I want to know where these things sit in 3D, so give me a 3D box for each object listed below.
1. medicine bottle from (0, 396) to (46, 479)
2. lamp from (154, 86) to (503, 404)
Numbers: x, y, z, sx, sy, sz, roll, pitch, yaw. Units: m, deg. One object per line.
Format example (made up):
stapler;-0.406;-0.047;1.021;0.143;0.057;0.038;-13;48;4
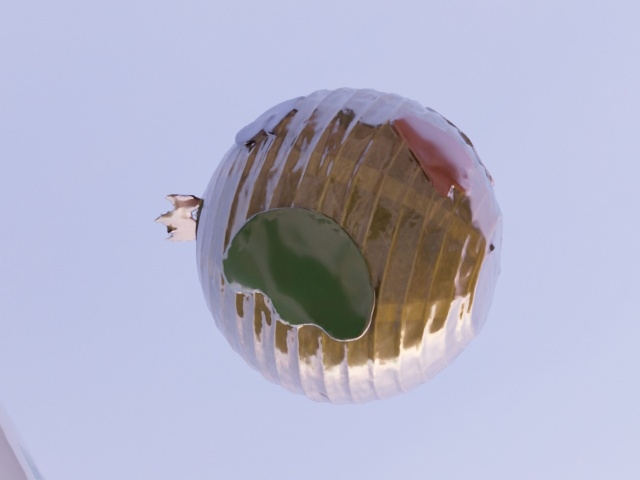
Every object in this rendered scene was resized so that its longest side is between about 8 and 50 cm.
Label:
medicine bottle;-0.157;0.162;0.437;0.124;0.179;0.324;-25;-119;-22
lamp;0.000;0.000;0.794;0.284;0.250;0.250;10;-93;20
